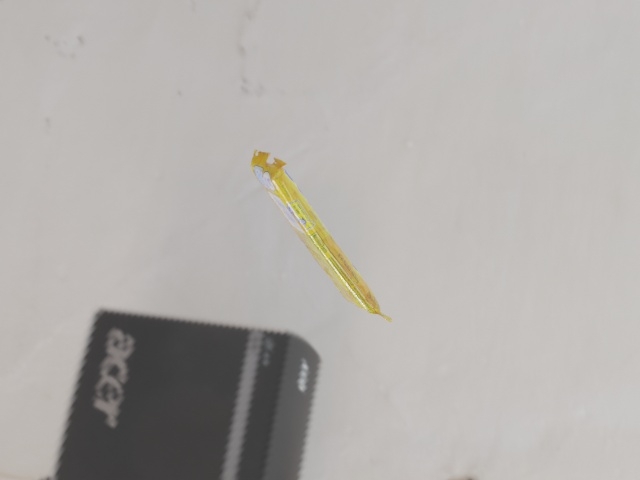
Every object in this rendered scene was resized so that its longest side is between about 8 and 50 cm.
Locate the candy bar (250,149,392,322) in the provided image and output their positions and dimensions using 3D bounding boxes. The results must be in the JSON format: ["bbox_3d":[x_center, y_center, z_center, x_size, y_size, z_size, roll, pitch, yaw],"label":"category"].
[{"bbox_3d":[0.000,0.000,1.059,0.018,0.161,0.040,-43,-147,-12],"label":"candy bar"}]
